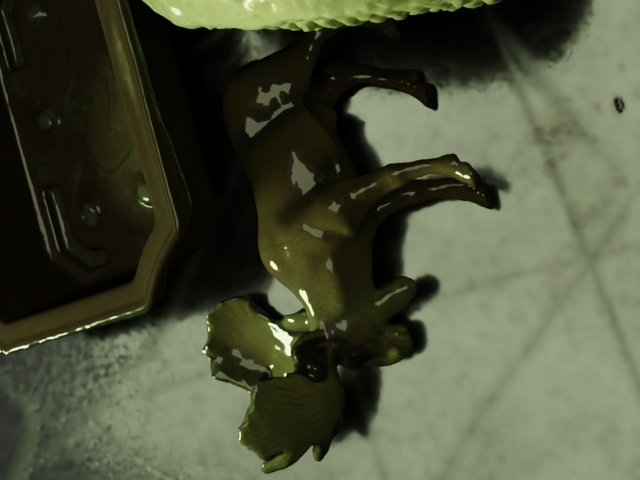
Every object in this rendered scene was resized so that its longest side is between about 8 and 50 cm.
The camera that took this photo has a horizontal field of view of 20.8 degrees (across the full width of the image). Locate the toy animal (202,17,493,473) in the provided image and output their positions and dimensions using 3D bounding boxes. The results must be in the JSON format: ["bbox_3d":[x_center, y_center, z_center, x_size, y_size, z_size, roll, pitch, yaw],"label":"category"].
[{"bbox_3d":[0.000,0.000,0.938,0.186,0.094,0.214,-27,76,7],"label":"toy animal"}]

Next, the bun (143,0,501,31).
[{"bbox_3d":[0.006,-0.178,0.865,0.220,0.220,0.134,0,107,13],"label":"bun"}]

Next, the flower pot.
[{"bbox_3d":[-0.141,-0.075,0.952,0.179,0.084,0.251,-18,86,33],"label":"flower pot"}]
